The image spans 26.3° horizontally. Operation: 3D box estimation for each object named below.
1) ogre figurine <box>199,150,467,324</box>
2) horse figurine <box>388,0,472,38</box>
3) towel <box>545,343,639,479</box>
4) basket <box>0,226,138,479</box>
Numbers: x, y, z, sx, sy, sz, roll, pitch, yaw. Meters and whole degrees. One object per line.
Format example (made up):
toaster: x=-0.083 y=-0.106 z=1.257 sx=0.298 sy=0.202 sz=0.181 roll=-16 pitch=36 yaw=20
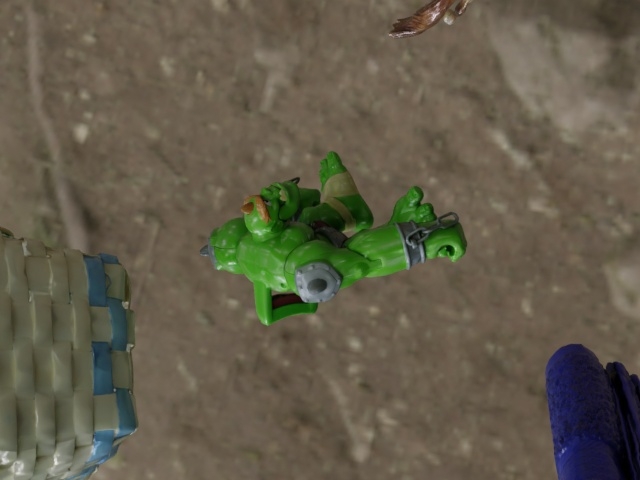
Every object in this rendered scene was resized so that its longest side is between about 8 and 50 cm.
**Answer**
ogre figurine: x=0.000 y=0.000 z=0.956 sx=0.197 sy=0.118 sz=0.097 roll=36 pitch=139 yaw=39
horse figurine: x=0.160 y=-0.310 z=1.350 sx=0.066 sy=0.263 sz=0.174 roll=28 pitch=176 yaw=-4
towel: x=0.204 y=0.234 z=0.863 sx=0.076 sy=0.308 sz=0.228 roll=-11 pitch=118 yaw=11
basket: x=-0.283 y=0.098 z=0.930 sx=0.288 sy=0.201 sz=0.255 roll=-5 pitch=163 yaw=-25
